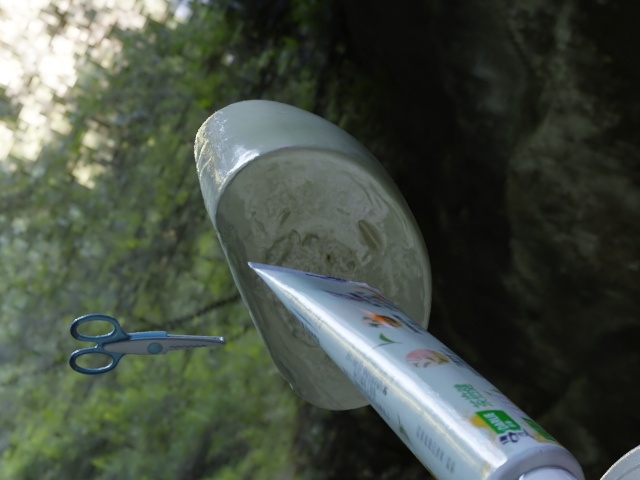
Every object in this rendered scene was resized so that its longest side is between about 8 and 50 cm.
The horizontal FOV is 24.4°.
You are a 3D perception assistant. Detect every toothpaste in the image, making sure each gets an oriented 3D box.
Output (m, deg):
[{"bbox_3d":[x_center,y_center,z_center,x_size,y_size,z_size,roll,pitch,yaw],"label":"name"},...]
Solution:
[{"bbox_3d":[0.050,0.071,0.721,0.058,0.056,0.314,60,-8,-28],"label":"toothpaste"}]

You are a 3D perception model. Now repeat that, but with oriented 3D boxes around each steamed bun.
[{"bbox_3d":[0.000,0.000,1.247,0.200,0.155,0.250,-114,-178,-69],"label":"steamed bun"}]

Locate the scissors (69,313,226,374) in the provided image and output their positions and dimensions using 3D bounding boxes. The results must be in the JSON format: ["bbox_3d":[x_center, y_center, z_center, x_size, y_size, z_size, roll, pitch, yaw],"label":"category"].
[{"bbox_3d":[-0.132,0.079,1.129,0.119,0.058,0.014,0,34,-14],"label":"scissors"}]

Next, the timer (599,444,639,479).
[{"bbox_3d":[0.317,0.260,1.008,0.266,0.175,0.175,24,-14,-18],"label":"timer"}]
